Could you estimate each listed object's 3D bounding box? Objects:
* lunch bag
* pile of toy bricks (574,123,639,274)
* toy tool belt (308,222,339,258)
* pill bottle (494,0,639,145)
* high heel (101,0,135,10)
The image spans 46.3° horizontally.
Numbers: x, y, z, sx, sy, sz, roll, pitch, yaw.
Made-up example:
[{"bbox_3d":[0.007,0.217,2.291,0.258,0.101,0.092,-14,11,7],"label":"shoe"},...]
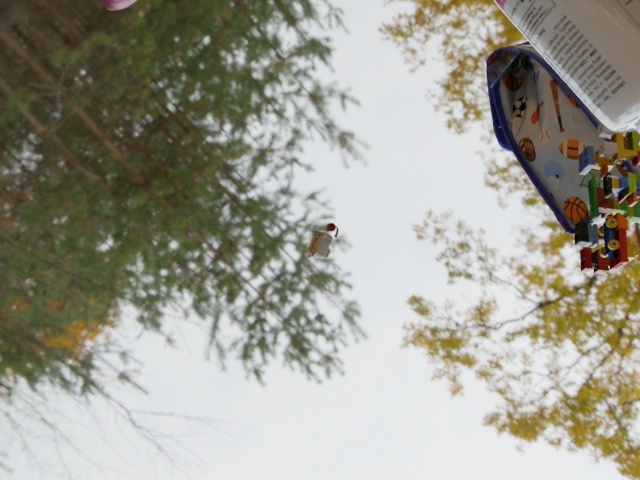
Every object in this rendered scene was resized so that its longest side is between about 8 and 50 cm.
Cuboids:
[{"bbox_3d":[0.534,-0.238,1.474,0.327,0.385,0.239,-17,158,-35],"label":"lunch bag"},{"bbox_3d":[0.422,-0.049,1.026,0.118,0.105,0.212,107,-10,-66],"label":"pile of toy bricks"},{"bbox_3d":[0.000,0.000,1.606,0.051,0.052,0.083,1,-115,59],"label":"toy tool belt"},{"bbox_3d":[0.327,-0.217,0.787,0.160,0.283,0.160,-36,171,-7],"label":"pill bottle"},{"bbox_3d":[-0.295,-0.404,0.913,0.117,0.244,0.082,-17,-153,45],"label":"high heel"}]
